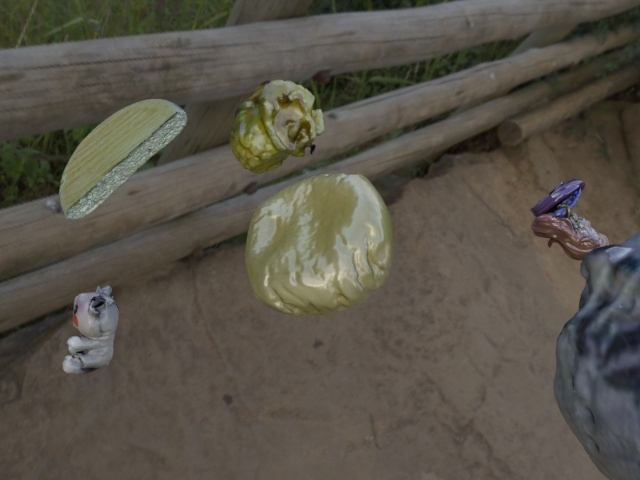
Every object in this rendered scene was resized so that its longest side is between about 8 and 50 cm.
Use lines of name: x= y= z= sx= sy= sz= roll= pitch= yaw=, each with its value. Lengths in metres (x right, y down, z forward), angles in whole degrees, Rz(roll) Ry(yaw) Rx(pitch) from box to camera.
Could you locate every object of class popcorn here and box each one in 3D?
popcorn: x=-0.094 y=-0.239 z=1.343 sx=0.169 sy=0.189 sz=0.218 roll=41 pitch=63 yaw=-28

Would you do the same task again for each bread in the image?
bread: x=-0.261 y=-0.115 z=0.811 sx=0.193 sy=0.036 sz=0.112 roll=-43 pitch=49 yaw=-4

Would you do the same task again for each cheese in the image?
cheese: x=0.000 y=0.000 z=0.906 sx=0.117 sy=0.214 sz=0.226 roll=46 pitch=41 yaw=-46

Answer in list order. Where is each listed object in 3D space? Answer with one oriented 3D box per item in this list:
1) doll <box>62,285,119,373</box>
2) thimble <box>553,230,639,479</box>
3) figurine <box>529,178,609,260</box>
doll: x=-0.477 y=0.186 z=1.330 sx=0.095 sy=0.192 sz=0.149 roll=11 pitch=10 yaw=-8
thimble: x=0.272 y=0.089 z=0.362 sx=0.245 sy=0.217 sz=0.157 roll=22 pitch=7 yaw=-22
figurine: x=0.443 y=-0.026 z=1.142 sx=0.157 sy=0.114 sz=0.126 roll=67 pitch=14 yaw=-2
